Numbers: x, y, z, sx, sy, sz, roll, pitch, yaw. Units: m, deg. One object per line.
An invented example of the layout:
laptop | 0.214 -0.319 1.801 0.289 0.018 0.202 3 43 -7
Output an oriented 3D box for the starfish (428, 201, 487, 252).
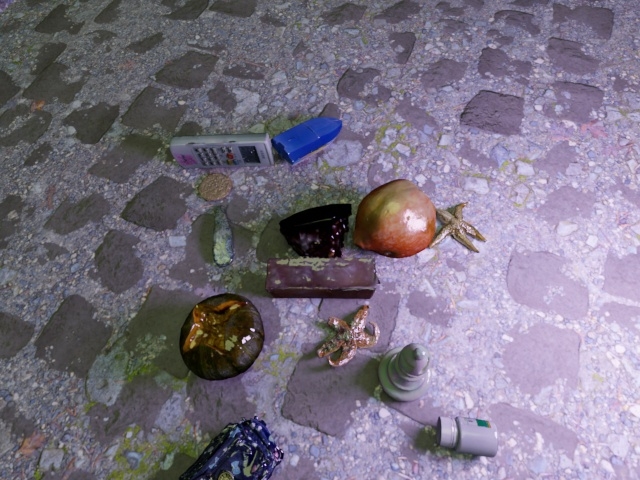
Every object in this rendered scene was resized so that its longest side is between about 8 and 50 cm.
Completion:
starfish | 0.414 -0.043 1.261 0.223 0.050 0.217 37 78 26

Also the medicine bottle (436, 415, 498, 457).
medicine bottle | 0.350 0.467 0.968 0.130 0.080 0.081 7 63 7

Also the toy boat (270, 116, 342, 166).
toy boat | -0.030 -0.370 1.442 0.295 0.088 0.129 -34 69 -26

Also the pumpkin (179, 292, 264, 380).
pumpkin | -0.261 0.258 1.078 0.237 0.159 0.238 -15 47 16

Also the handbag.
handbag | -0.216 0.549 0.948 0.162 0.113 0.260 38 78 28

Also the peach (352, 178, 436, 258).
peach | 0.205 -0.052 1.179 0.256 0.232 0.232 -37 66 -5

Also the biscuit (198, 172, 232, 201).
biscuit | -0.366 -0.186 1.400 0.120 0.015 0.120 -2 63 4

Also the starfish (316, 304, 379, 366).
starfish | 0.081 0.263 1.125 0.150 0.053 0.210 33 64 6

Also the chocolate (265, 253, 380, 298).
chocolate | 0.008 0.116 1.164 0.320 0.112 0.112 -1 60 5

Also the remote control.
remote control | -0.337 -0.307 1.391 0.343 0.145 0.050 -2 66 4

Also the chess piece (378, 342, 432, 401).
chess piece | 0.215 0.300 0.959 0.138 0.272 0.139 -1 63 2

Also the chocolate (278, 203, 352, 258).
chocolate | 0.000 0.000 1.230 0.223 0.206 0.177 -10 106 9

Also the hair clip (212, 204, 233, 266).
hair clip | -0.318 -0.023 1.299 0.065 0.036 0.230 -7 62 -7
